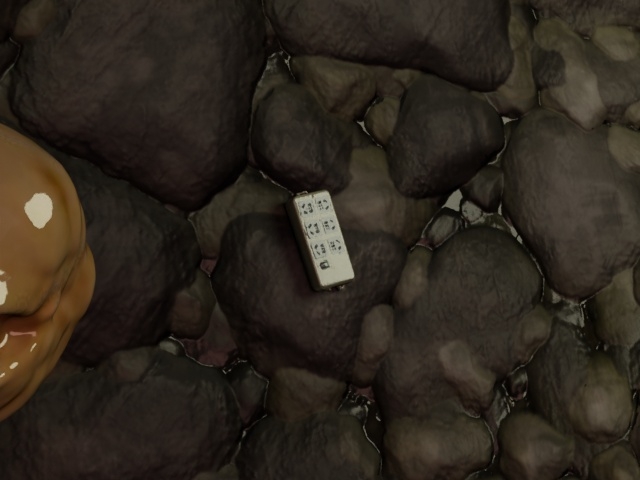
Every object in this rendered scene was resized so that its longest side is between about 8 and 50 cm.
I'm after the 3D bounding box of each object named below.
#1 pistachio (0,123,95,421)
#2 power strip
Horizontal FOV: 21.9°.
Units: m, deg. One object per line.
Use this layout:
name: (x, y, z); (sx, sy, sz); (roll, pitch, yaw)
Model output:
pistachio: (-0.292, 0.022, 1.075); (0.321, 0.238, 0.229); (-1, 109, -40)
power strip: (0.000, 0.000, 1.393); (0.040, 0.016, 0.090); (-14, 83, -35)
